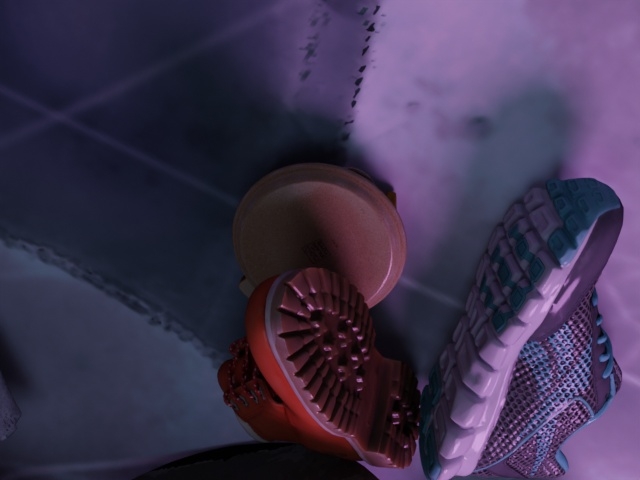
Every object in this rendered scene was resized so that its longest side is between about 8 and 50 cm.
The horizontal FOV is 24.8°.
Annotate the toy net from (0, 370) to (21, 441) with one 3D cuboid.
[{"bbox_3d":[-0.235,0.017,0.683,0.232,0.122,0.045,38,159,-27],"label":"toy net"}]

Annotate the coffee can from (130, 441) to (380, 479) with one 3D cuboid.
[{"bbox_3d":[-0.017,0.267,0.706,0.202,0.201,0.275,-10,118,18],"label":"coffee can"}]

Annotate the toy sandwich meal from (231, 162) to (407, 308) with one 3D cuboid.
[{"bbox_3d":[0.000,0.000,0.643,0.086,0.029,0.085,4,119,8],"label":"toy sandwich meal"}]

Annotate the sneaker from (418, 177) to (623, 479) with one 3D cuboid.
[{"bbox_3d":[0.101,0.043,0.637,0.076,0.065,0.166,11,128,-14],"label":"sneaker"}]

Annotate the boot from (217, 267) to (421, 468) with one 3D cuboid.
[{"bbox_3d":[-0.015,0.058,0.636,0.085,0.059,0.158,6,154,21],"label":"boot"}]
